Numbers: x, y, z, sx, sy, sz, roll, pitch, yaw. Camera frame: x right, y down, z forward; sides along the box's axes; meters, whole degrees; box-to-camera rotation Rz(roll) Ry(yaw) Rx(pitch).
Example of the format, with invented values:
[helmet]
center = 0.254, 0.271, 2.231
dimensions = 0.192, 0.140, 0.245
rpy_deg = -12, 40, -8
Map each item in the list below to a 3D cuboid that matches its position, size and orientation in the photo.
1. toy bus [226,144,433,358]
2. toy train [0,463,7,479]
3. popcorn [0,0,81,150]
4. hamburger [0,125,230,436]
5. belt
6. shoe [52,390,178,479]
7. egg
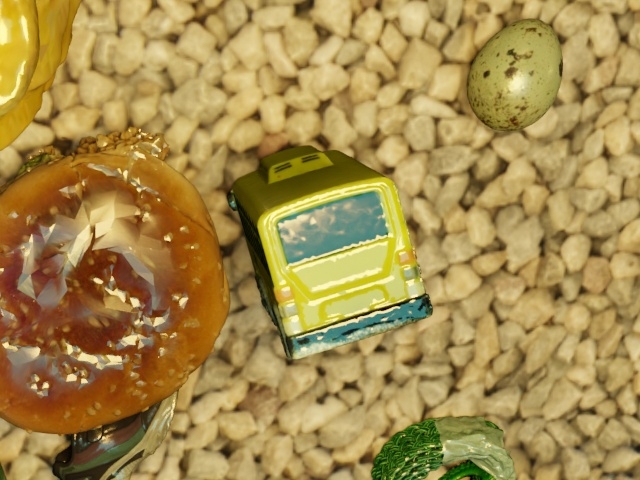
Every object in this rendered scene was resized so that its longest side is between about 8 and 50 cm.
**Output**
[toy bus]
center = 0.000, 0.000, 1.121
dimensions = 0.128, 0.262, 0.150
rpy_deg = -17, 102, -6
[toy train]
center = -0.357, 0.229, 1.169
dimensions = 0.129, 0.159, 0.326
rpy_deg = -17, 108, -8
[popcorn]
center = -0.367, -0.195, 0.979
dimensions = 0.382, 0.349, 0.349
rpy_deg = -12, 114, 34
[hamburger]
center = -0.199, 0.036, 1.138
dimensions = 0.243, 0.146, 0.286
rpy_deg = 27, 89, -15
[belt]
center = 0.130, 0.248, 1.312
dimensions = 0.151, 0.079, 0.121
rpy_deg = -24, 109, -4
[shoe]
center = -0.207, 0.177, 1.232
dimensions = 0.099, 0.071, 0.169
rpy_deg = 33, 99, -12
[egg]
center = 0.184, -0.156, 1.199
dimensions = 0.085, 0.085, 0.110
rpy_deg = 24, 86, -17
